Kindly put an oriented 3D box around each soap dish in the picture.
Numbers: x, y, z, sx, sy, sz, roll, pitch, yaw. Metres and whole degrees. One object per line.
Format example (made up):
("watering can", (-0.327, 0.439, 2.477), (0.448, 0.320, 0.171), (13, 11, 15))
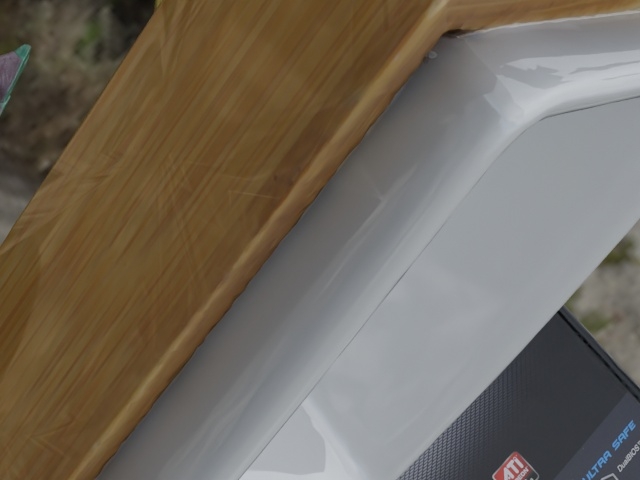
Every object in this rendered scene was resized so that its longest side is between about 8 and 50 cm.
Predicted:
("soap dish", (0.000, 0.000, 0.596), (0.118, 0.291, 0.229), (49, 32, 16))

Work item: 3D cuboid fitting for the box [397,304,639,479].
("box", (0.035, 0.129, 1.032), (0.293, 0.295, 0.073), (48, -25, -3))

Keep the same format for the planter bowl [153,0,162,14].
("planter bowl", (-0.010, -0.174, 1.317), (0.090, 0.217, 0.217), (34, 25, -56))

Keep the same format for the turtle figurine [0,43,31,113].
("turtle figurine", (-0.358, -0.166, 1.414), (0.234, 0.118, 0.175), (28, -18, -10))
